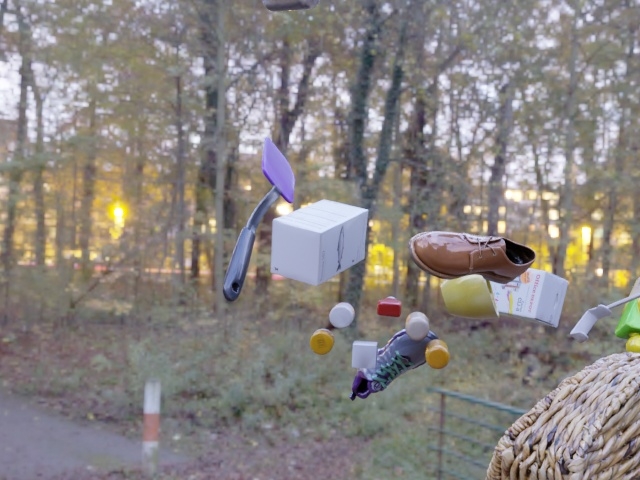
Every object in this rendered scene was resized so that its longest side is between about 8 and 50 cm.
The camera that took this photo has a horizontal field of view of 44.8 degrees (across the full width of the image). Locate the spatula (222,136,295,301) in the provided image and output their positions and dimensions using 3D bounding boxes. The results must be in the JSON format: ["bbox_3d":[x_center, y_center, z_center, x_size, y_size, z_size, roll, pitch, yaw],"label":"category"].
[{"bbox_3d":[-0.088,-0.030,1.110,0.030,0.296,0.084,-14,-48,34],"label":"spatula"}]

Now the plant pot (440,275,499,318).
[{"bbox_3d":[0.304,0.107,1.607,0.095,0.134,0.134,-17,-7,14],"label":"plant pot"}]

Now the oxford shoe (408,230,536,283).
[{"bbox_3d":[0.223,0.014,1.129,0.212,0.076,0.076,6,-26,-30],"label":"oxford shoe"}]

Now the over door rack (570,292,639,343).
[{"bbox_3d":[0.542,0.125,1.058,0.108,0.239,0.324,-43,-3,-36],"label":"over door rack"}]

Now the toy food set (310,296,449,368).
[{"bbox_3d":[0.103,0.155,1.329,0.232,0.111,0.104,2,2,7],"label":"toy food set"}]

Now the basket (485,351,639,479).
[{"bbox_3d":[0.345,0.261,0.995,0.299,0.213,0.223,-22,8,-28],"label":"basket"}]

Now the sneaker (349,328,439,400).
[{"bbox_3d":[0.139,0.243,1.468,0.083,0.098,0.223,37,-42,-11],"label":"sneaker"}]

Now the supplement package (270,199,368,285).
[{"bbox_3d":[0.000,0.000,1.433,0.105,0.105,0.179,16,23,28],"label":"supplement package"}]

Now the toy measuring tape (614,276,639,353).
[{"bbox_3d":[0.618,0.091,1.366,0.121,0.121,0.330,0,41,44],"label":"toy measuring tape"}]

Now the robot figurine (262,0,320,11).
[{"bbox_3d":[-0.012,-0.526,1.172,0.200,0.353,0.300,14,-11,42],"label":"robot figurine"}]

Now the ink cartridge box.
[{"bbox_3d":[0.523,0.138,2.007,0.176,0.128,0.127,9,-8,45],"label":"ink cartridge box"}]
